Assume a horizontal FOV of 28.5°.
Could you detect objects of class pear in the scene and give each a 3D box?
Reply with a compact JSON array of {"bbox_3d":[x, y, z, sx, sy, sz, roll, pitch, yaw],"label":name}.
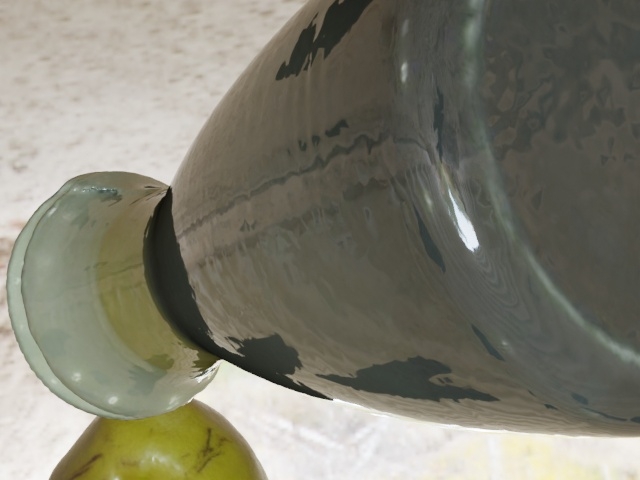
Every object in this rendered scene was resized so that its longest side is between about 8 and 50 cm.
[{"bbox_3d":[-0.127,0.222,0.999,0.200,0.200,0.200,-10,175,-1],"label":"pear"}]

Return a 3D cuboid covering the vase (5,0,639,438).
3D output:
[{"bbox_3d":[0.000,0.000,0.479,0.173,0.173,0.321,-7,172,-38],"label":"vase"}]
